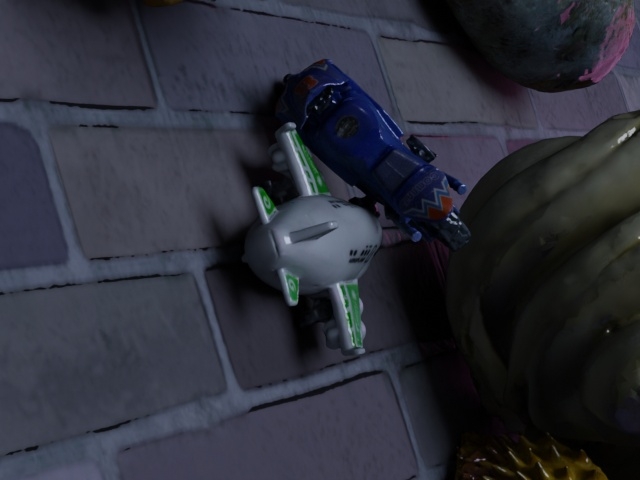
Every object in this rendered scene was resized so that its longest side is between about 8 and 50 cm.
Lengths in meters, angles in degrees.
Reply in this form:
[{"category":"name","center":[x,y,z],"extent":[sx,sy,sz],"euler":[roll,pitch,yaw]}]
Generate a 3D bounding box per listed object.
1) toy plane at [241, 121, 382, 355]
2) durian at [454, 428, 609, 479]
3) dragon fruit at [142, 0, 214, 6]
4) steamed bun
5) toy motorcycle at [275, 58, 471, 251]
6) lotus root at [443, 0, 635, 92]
[{"category":"toy plane","center":[-0.003,0.001,1.108],"extent":[0.174,0.080,0.174],"euler":[-19,90,-73]},{"category":"durian","center":[0.170,0.293,1.217],"extent":[0.186,0.153,0.261],"euler":[-34,96,-38]},{"category":"dragon fruit","center":[-0.071,-0.269,0.982],"extent":[0.263,0.314,0.296],"euler":[-46,115,-41]},{"category":"steamed bun","center":[0.264,0.081,1.289],"extent":[0.352,0.339,0.247],"euler":[57,38,-21]},{"category":"toy motorcycle","center":[0.034,-0.069,1.168],"extent":[0.205,0.076,0.114],"euler":[45,0,23]},{"category":"lotus root","center":[0.218,-0.261,1.614],"extent":[0.349,0.175,0.175],"euler":[26,50,-50]}]
